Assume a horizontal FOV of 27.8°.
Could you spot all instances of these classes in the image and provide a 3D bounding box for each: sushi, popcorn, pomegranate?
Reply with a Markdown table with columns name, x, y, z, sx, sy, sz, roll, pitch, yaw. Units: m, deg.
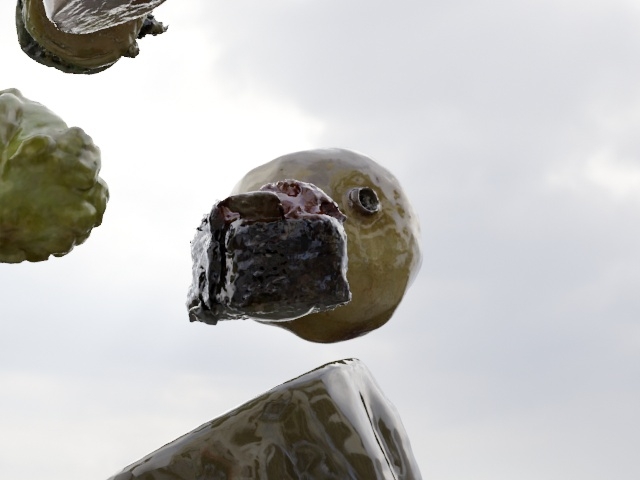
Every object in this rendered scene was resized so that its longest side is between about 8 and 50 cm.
| name | x | y | z | sx | sy | sz | roll | pitch | yaw |
| --- | --- | --- | --- | --- | --- | --- | --- | --- | --- |
| sushi | -0.082 | 0.020 | 1.688 | 0.196 | 0.182 | 0.343 | -11 | -4 | -19 |
| popcorn | -0.425 | -0.086 | 1.750 | 0.241 | 0.235 | 0.250 | 29 | 7 | -29 |
| pomegranate | 0.000 | 0.000 | 2.046 | 0.332 | 0.333 | 0.332 | 3 | -12 | 1 |

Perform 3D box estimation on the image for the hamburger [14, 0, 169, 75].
| name | x | y | z | sx | sy | sz | roll | pitch | yaw |
| --- | --- | --- | --- | --- | --- | --- | --- | --- | --- |
| hamburger | -0.262 | -0.264 | 1.486 | 0.185 | 0.159 | 0.131 | 10 | -12 | -22 |

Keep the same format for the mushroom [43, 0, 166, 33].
| name | x | y | z | sx | sy | sz | roll | pitch | yaw |
| --- | --- | --- | --- | --- | --- | --- | --- | --- | --- |
| mushroom | -0.188 | -0.298 | 1.189 | 0.173 | 0.162 | 0.236 | -24 | -1 | 29 |

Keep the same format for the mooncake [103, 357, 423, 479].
| name | x | y | z | sx | sy | sz | roll | pitch | yaw |
| --- | --- | --- | --- | --- | --- | --- | --- | --- | --- |
| mooncake | -0.074 | 0.286 | 1.341 | 0.378 | 0.201 | 0.378 | -27 | -9 | -4 |
